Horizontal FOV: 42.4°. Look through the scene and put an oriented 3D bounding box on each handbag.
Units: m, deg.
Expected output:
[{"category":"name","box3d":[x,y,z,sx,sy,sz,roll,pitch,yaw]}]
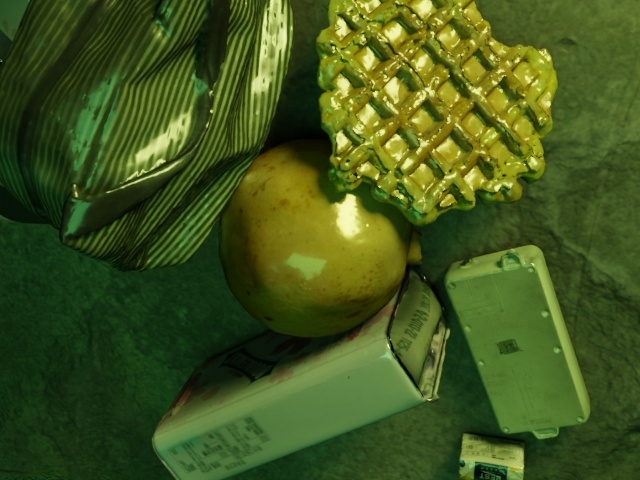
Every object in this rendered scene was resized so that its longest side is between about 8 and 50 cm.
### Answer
[{"category":"handbag","box3d":[-0.191,-0.142,0.799,0.247,0.240,0.340,30,99,20]}]

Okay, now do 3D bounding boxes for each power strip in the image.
[{"category":"power strip","box3d":[0.240,0.125,1.002,0.118,0.046,0.270,-14,114,24]}]

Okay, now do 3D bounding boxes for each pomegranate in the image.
[{"category":"pomegranate","box3d":[-0.007,-0.002,0.906,0.233,0.233,0.233,7,119,12]}]

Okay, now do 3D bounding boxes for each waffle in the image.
[{"category":"waffle","box3d":[0.120,-0.153,0.824,0.291,0.051,0.291,1,86,-17]}]

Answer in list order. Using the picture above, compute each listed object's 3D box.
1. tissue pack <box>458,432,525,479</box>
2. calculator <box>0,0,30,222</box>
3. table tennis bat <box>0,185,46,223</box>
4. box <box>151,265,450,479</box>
[{"category":"tissue pack","box3d":[0.225,0.289,1.083,0.083,0.062,0.042,4,113,12]},{"category":"calculator","box3d":[-0.384,-0.156,1.029,0.330,0.048,0.220,-36,105,31]},{"category":"table tennis bat","box3d":[-0.413,-0.080,1.046,0.246,0.022,0.138,1,121,18]},{"category":"box","box3d":[-0.019,0.172,1.018,0.370,0.190,0.112,-26,108,27]}]
